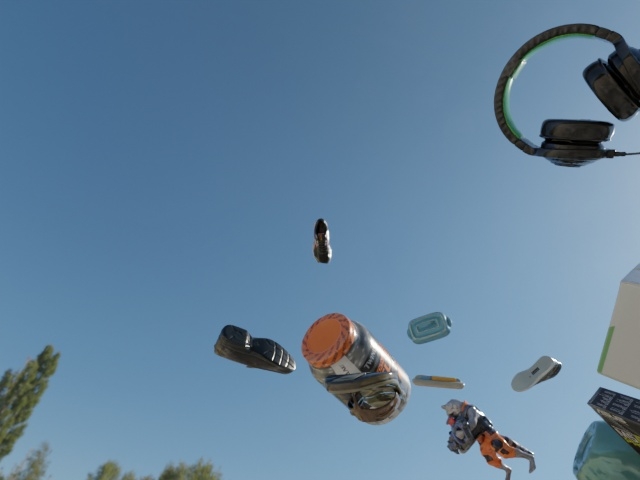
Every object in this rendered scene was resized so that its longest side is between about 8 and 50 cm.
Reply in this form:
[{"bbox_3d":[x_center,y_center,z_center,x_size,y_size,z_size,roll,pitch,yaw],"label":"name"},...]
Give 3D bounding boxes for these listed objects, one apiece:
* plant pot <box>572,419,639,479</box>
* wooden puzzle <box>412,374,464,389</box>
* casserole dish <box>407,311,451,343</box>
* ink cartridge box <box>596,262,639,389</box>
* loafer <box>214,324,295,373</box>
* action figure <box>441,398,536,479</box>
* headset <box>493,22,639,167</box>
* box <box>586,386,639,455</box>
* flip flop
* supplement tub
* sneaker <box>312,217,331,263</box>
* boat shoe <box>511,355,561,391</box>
[{"bbox_3d":[0.920,0.688,1.265,0.235,0.293,0.292,25,-39,27],"label":"plant pot"},{"bbox_3d":[0.542,0.644,1.943,0.221,0.044,0.239,0,-12,15],"label":"wooden puzzle"},{"bbox_3d":[0.449,0.361,1.754,0.189,0.114,0.037,-21,-34,14],"label":"casserole dish"},{"bbox_3d":[0.530,0.129,0.672,0.093,0.213,0.154,18,-71,43],"label":"ink cartridge box"},{"bbox_3d":[-0.132,0.231,0.850,0.170,0.062,0.061,30,-67,-11],"label":"loafer"},{"bbox_3d":[0.595,0.734,1.574,0.330,0.179,0.341,43,-23,25],"label":"action figure"},{"bbox_3d":[0.536,-0.241,0.804,0.394,0.185,0.243,45,-53,24],"label":"headset"},{"bbox_3d":[0.769,0.444,0.914,0.216,0.060,0.270,44,-9,-3],"label":"box"},{"bbox_3d":[0.094,0.290,0.764,0.113,0.079,0.277,-9,-31,18],"label":"flip flop"},{"bbox_3d":[0.098,0.352,1.160,0.194,0.193,0.316,-20,-55,31],"label":"supplement tub"},{"bbox_3d":[0.000,0.000,1.571,0.072,0.178,0.077,-9,-10,-1],"label":"sneaker"},{"bbox_3d":[0.782,0.491,1.516,0.083,0.065,0.183,26,-63,-29],"label":"boat shoe"}]
